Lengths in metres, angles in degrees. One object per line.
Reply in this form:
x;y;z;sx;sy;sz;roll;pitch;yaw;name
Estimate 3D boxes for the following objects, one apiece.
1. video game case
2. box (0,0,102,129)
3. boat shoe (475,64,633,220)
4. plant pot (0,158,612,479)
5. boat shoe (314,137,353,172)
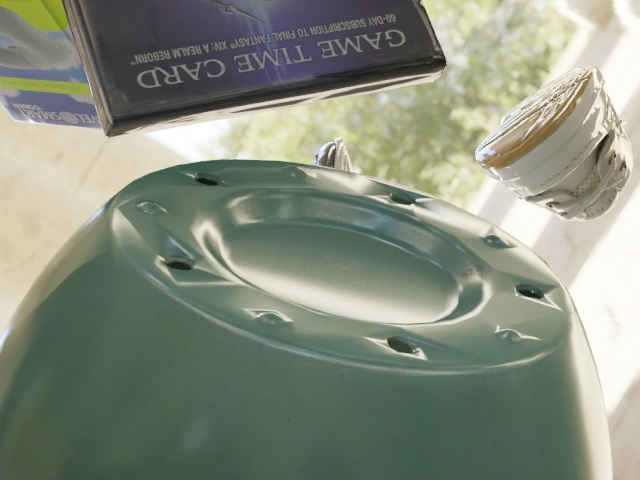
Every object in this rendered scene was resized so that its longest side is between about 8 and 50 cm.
-0.063;-0.196;0.820;0.196;0.274;0.026;-12;-18;-22;video game case
-0.177;-0.126;0.920;0.042;0.109;0.178;-68;-31;-25;box
0.178;-0.061;1.029;0.098;0.096;0.277;-34;2;17;boat shoe
-0.015;0.107;0.598;0.293;0.293;0.235;-65;-11;-66;plant pot
0.000;0.000;1.417;0.095;0.079;0.254;63;-161;-46;boat shoe
